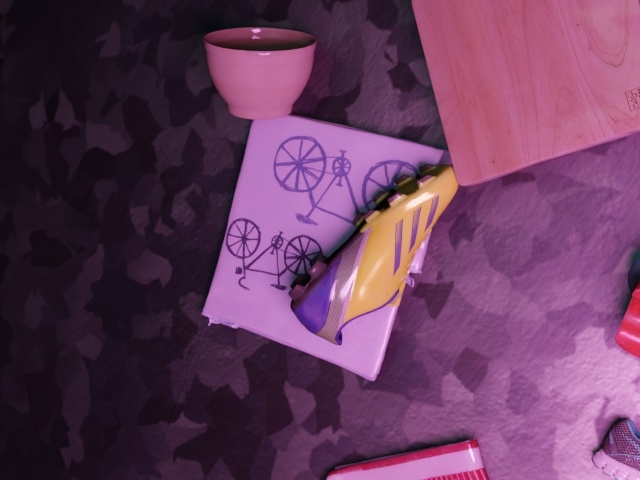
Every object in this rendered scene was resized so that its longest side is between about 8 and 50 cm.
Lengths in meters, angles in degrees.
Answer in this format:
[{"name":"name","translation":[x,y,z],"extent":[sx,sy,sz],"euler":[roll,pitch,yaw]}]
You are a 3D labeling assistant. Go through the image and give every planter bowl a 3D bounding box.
[{"name":"planter bowl","translation":[-0.088,-0.240,1.178],"extent":[0.162,0.162,0.109],"euler":[17,120,27]}]

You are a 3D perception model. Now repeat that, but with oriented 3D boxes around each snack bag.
[{"name":"snack bag","translation":[0.000,0.000,1.164],"extent":[0.323,0.037,0.343],"euler":[16,92,28]}]

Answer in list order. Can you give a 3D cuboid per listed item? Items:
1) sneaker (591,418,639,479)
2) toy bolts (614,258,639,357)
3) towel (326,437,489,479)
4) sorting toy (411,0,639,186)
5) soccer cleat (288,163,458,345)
[{"name":"sneaker","translation":[0.400,0.259,0.921],"extent":[0.166,0.065,0.076],"euler":[22,91,26]},{"name":"toy bolts","translation":[0.448,0.092,0.899],"extent":[0.228,0.158,0.218],"euler":[26,138,17]},{"name":"towel","translation":[0.139,0.439,1.036],"extent":[0.237,0.037,0.329],"euler":[-21,76,30]},{"name":"sorting toy","translation":[0.268,-0.222,0.982],"extent":[0.255,0.089,0.257],"euler":[-18,80,32]},{"name":"soccer cleat","translation":[0.085,0.019,1.062],"extent":[0.121,0.093,0.289],"euler":[44,103,-7]}]
